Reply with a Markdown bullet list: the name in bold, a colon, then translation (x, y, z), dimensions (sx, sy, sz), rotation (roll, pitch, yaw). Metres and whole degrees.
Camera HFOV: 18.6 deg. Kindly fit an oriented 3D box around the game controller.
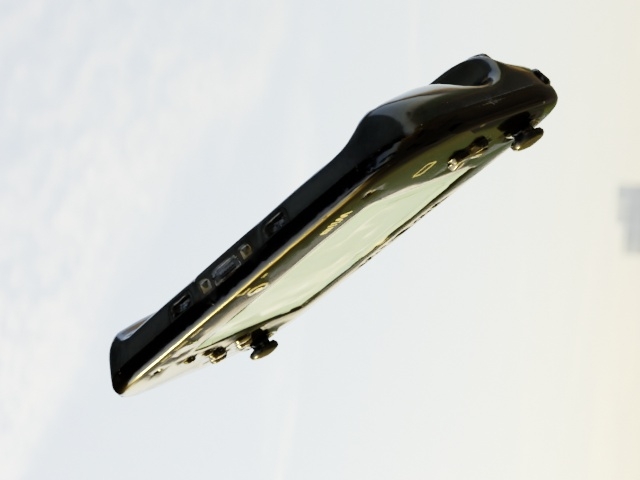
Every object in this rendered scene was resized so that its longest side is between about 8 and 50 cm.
- **game controller**: translation (0.000, 0.000, 1.147), dimensions (0.319, 0.067, 0.166), rotation (-41, -5, 41)
